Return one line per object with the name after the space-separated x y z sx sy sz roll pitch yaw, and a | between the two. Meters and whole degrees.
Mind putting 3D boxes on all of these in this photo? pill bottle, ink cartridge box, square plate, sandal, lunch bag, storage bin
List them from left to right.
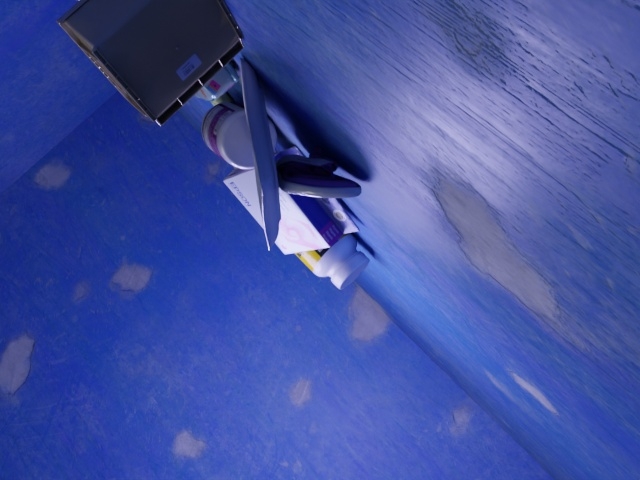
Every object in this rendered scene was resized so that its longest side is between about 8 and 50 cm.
-0.311 -0.401 1.314 0.123 0.262 0.260 41 173 28 | storage bin
-0.328 -0.474 1.724 0.224 0.108 0.279 52 172 -25 | lunch bag
-0.251 -0.316 1.968 0.169 0.169 0.301 49 175 -28 | pill bottle
-0.139 -0.198 1.614 0.344 0.049 0.347 94 166 -66 | square plate
-0.094 -0.106 2.015 0.330 0.071 0.324 -11 124 52 | ink cartridge box
-0.030 -0.176 1.610 0.416 0.170 0.102 -145 53 -66 | sandal
0.000 0.000 2.265 0.334 0.188 0.188 45 174 15 | pill bottle

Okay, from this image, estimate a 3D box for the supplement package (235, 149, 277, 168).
-0.228 -0.281 2.236 0.139 0.134 0.244 45 175 24 | supplement package

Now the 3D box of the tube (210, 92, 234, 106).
-0.346 -0.486 2.087 0.240 0.070 0.062 52 -154 -26 | tube
